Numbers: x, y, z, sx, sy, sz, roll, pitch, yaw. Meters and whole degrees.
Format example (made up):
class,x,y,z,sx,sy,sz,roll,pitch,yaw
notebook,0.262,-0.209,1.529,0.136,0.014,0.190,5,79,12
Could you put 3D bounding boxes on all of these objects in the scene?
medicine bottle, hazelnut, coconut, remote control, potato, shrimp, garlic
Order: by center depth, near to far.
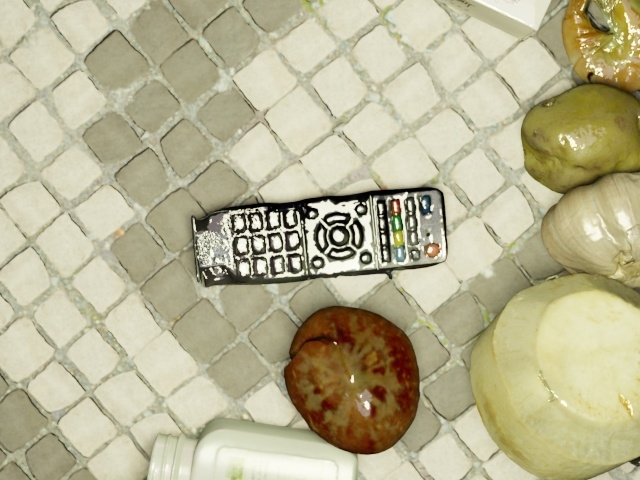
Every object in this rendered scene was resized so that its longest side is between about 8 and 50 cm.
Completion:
class,x,y,z,sx,sy,sz,roll,pitch,yaw
coconut,0.381,0.205,1.646,0.322,0.323,0.323,0,96,0
garlic,0.453,-0.009,1.664,0.227,0.228,0.152,-7,64,1
hazelnut,0.058,0.206,1.685,0.218,0.218,0.234,-38,82,3
potato,0.408,-0.158,1.691,0.200,0.155,0.137,-12,54,8
shrimp,0.441,-0.357,1.711,0.145,0.061,0.267,-14,98,11
remote control,0.000,0.000,1.741,0.398,0.062,0.145,-5,96,-1
medicine bottle,-0.109,0.382,1.749,0.324,0.124,0.179,7,100,-2

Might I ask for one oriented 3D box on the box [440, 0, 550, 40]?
class,x,y,z,sx,sy,sz,roll,pitch,yaw
box,0.241,-0.457,1.668,0.274,0.116,0.203,24,91,-3

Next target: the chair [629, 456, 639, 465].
class,x,y,z,sx,sy,sz,roll,pitch,yaw
chair,0.585,0.279,1.735,0.145,0.140,0.221,38,102,-14
